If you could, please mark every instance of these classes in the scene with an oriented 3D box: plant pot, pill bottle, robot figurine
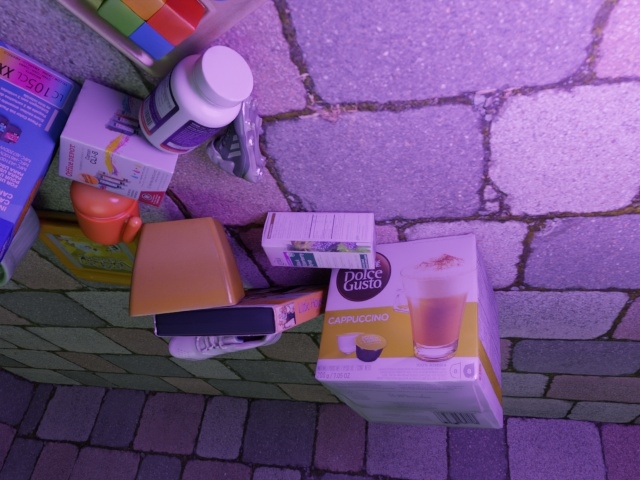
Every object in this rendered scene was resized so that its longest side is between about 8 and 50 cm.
[{"bbox_3d":[-0.290,0.050,1.048,0.213,0.187,0.212,-5,179,-4],"label":"plant pot"},{"bbox_3d":[-0.186,-0.209,0.716,0.108,0.108,0.194,31,151,-32],"label":"pill bottle"},{"bbox_3d":[-0.448,-0.073,1.005,0.128,0.157,0.219,-6,153,-20],"label":"robot figurine"}]

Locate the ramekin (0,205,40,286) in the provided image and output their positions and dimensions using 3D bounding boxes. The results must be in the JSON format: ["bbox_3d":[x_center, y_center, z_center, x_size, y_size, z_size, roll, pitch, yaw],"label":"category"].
[{"bbox_3d":[-0.795,-0.045,1.066,0.304,0.148,0.303,12,139,10],"label":"ramekin"}]

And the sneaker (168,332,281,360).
[{"bbox_3d":[-0.252,0.244,1.234,0.298,0.110,0.129,-13,173,-1],"label":"sneaker"}]

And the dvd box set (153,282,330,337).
[{"bbox_3d":[-0.143,0.162,1.168,0.308,0.062,0.420,-6,179,24],"label":"dvd box set"}]

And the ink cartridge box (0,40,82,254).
[{"bbox_3d":[-0.554,-0.076,0.768,0.151,0.395,0.270,27,144,-28],"label":"ink cartridge box"}]

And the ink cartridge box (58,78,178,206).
[{"bbox_3d":[-0.341,-0.163,0.825,0.176,0.127,0.128,18,148,-21],"label":"ink cartridge box"}]

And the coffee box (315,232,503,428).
[{"bbox_3d":[0.226,0.222,1.123,0.338,0.334,0.338,-7,143,26],"label":"coffee box"}]

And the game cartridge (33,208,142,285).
[{"bbox_3d":[-0.584,0.038,1.292,0.286,0.052,0.323,6,147,4],"label":"game cartridge"}]

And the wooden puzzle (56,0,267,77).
[{"bbox_3d":[-0.214,-0.354,0.535,0.348,0.080,0.322,-19,139,37],"label":"wooden puzzle"}]

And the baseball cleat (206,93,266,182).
[{"bbox_3d":[-0.152,-0.173,0.825,0.110,0.072,0.205,12,146,7],"label":"baseball cleat"}]

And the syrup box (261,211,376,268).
[{"bbox_3d":[0.000,0.000,1.046,0.237,0.096,0.093,1,148,11],"label":"syrup box"}]
